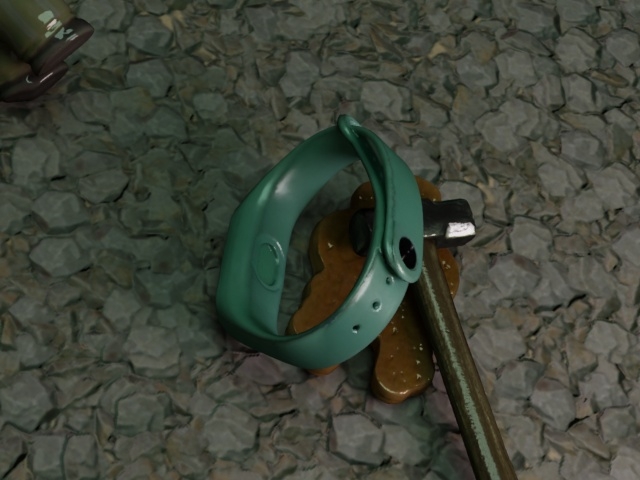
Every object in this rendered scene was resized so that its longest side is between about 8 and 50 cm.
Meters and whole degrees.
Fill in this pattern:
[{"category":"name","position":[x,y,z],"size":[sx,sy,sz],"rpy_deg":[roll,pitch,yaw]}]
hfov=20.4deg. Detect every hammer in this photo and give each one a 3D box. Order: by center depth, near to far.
[{"category":"hammer","position":[0.128,0.128,1.565],"size":[0.111,0.043,0.365],"rpy_deg":[-7,65,-25]}]

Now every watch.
[{"category":"watch","position":[0.000,0.000,1.550],"size":[0.068,0.195,0.237],"rpy_deg":[41,44,-36]}]

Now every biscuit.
[{"category":"biscuit","position":[0.054,0.035,1.633],"size":[0.144,0.040,0.236],"rpy_deg":[24,53,-8]}]

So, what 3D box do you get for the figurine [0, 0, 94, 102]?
[{"category":"figurine","position":[-0.368,-0.290,1.622],"size":[0.203,0.248,0.380],"rpy_deg":[-44,89,-10]}]
